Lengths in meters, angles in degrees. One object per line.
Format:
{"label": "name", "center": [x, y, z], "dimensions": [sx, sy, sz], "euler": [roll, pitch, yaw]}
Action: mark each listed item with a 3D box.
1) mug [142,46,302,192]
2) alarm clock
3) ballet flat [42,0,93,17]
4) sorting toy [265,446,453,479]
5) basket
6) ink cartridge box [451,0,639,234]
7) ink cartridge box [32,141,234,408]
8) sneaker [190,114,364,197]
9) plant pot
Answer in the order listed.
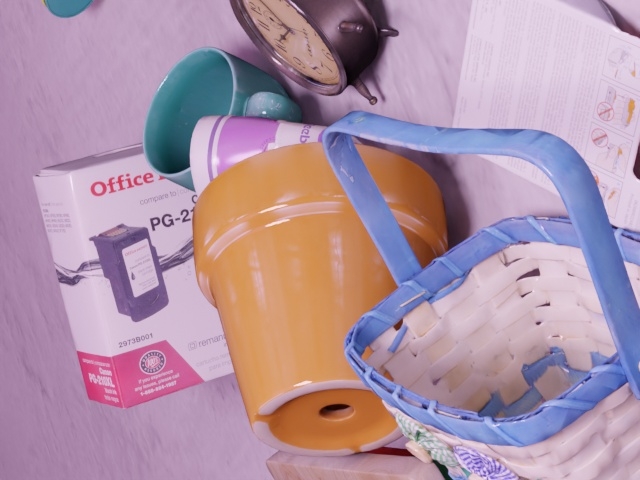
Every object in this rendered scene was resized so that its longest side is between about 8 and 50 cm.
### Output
{"label": "mug", "center": [-0.080, -0.096, 1.438], "dimensions": [0.129, 0.097, 0.158], "euler": [-57, 41, 10]}
{"label": "alarm clock", "center": [-0.026, -0.195, 1.301], "dimensions": [0.192, 0.064, 0.129], "euler": [33, 160, 23]}
{"label": "ballet flat", "center": [-0.254, -0.344, 1.686], "dimensions": [0.231, 0.077, 0.077], "euler": [115, 152, -48]}
{"label": "sorting toy", "center": [0.104, 0.264, 1.281], "dimensions": [0.257, 0.089, 0.255], "euler": [59, 155, -11]}
{"label": "basket", "center": [0.130, 0.046, 1.036], "dimensions": [0.255, 0.201, 0.289], "euler": [15, 134, 59]}
{"label": "ink cartridge box", "center": [0.178, -0.101, 1.082], "dimensions": [0.179, 0.045, 0.145], "euler": [29, 131, 29]}
{"label": "ink cartridge box", "center": [-0.164, 0.025, 1.550], "dimensions": [0.100, 0.172, 0.237], "euler": [2, 107, 60]}
{"label": "sneaker", "center": [0.000, 0.001, 1.373], "dimensions": [0.282, 0.161, 0.102], "euler": [67, -151, -53]}
{"label": "plant pot", "center": [0.004, 0.058, 1.221], "dimensions": [0.205, 0.205, 0.188], "euler": [118, 154, -53]}
